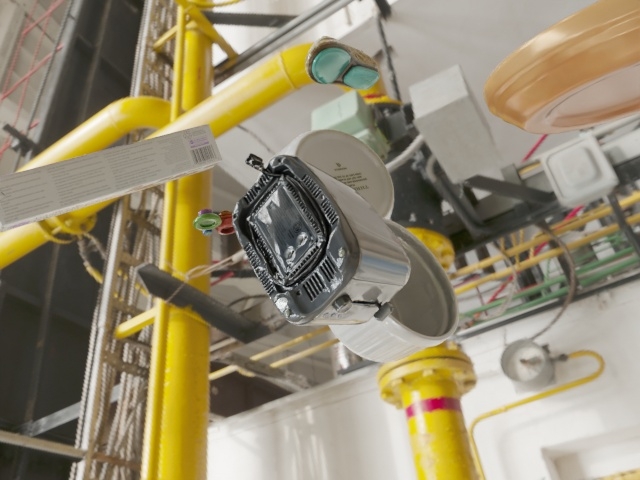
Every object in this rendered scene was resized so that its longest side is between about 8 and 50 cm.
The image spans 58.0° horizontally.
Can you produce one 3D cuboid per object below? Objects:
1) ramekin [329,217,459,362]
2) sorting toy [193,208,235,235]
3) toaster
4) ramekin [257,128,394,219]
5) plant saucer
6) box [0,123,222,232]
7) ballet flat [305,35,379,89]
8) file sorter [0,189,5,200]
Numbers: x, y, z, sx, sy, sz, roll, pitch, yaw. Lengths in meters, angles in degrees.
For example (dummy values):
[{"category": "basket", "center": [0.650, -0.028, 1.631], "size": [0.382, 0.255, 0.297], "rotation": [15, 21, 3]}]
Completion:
[{"category": "ramekin", "center": [0.091, 0.079, 0.844], "size": [0.207, 0.109, 0.207], "rotation": [28, -142, -25]}, {"category": "sorting toy", "center": [-0.196, -0.040, 1.061], "size": [0.102, 0.061, 0.042], "rotation": [19, -130, -53]}, {"category": "toaster", "center": [0.000, 0.000, 0.672], "size": [0.146, 0.129, 0.227], "rotation": [19, -151, -49]}, {"category": "ramekin", "center": [0.019, -0.091, 1.108], "size": [0.272, 0.127, 0.273], "rotation": [14, -124, -23]}, {"category": "plant saucer", "center": [0.215, -0.119, 0.396], "size": [0.200, 0.199, 0.037], "rotation": [1, -106, -66]}, {"category": "box", "center": [-0.301, -0.096, 0.834], "size": [0.323, 0.063, 0.067], "rotation": [-24, -84, -31]}, {"category": "ballet flat", "center": [0.022, -0.279, 0.897], "size": [0.067, 0.073, 0.206], "rotation": [52, -157, 16]}, {"category": "file sorter", "center": [-0.452, -0.048, 0.497], "size": [0.193, 0.173, 0.277], "rotation": [44, 174, -11]}]
